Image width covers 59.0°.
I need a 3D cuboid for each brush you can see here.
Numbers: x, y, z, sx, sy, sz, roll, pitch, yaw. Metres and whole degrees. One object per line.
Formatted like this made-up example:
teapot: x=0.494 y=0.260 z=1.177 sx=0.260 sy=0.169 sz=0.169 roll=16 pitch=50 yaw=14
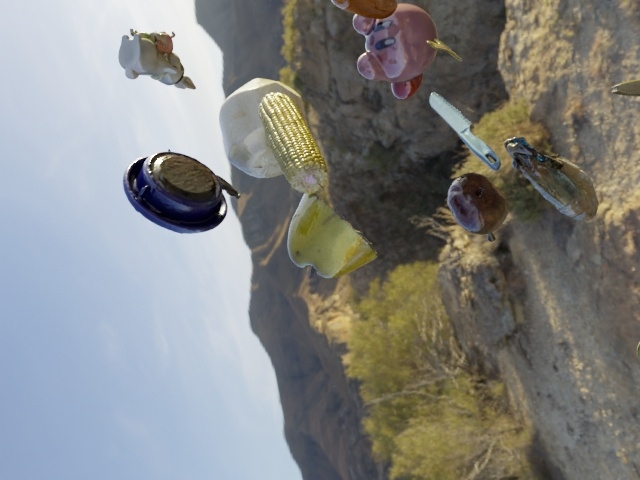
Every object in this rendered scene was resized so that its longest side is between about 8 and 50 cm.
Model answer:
brush: x=0.304 y=-0.484 z=1.425 sx=0.083 sy=0.011 sz=0.205 roll=46 pitch=-153 yaw=11

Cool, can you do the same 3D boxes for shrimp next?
shrimp: x=0.811 y=-0.224 z=1.947 sx=0.110 sy=0.446 sz=0.221 roll=-26 pitch=40 yaw=54

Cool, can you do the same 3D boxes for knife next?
knife: x=0.328 y=-0.260 z=1.307 sx=0.019 sy=0.045 sz=0.313 roll=47 pitch=-169 yaw=-49

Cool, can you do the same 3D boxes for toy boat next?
toy boat: x=0.923 y=-0.440 z=1.633 sx=0.049 sy=0.149 sz=0.047 roll=-30 pitch=-60 yaw=-71

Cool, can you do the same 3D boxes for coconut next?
coconut: x=-0.153 y=-0.315 z=1.524 sx=0.237 sy=0.238 sz=0.265 roll=77 pitch=180 yaw=-66

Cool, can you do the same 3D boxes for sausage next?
sausage: x=0.105 y=-0.606 z=1.409 sx=0.238 sy=0.098 sz=0.098 roll=-8 pitch=-96 yaw=-51

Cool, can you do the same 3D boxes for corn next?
corn: x=-0.056 y=-0.188 z=1.052 sx=0.081 sy=0.081 sz=0.248 roll=77 pitch=172 yaw=-50

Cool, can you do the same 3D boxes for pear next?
pear: x=0.001 y=0.001 z=1.460 sx=0.267 sy=0.178 sz=0.267 roll=47 pitch=176 yaw=4

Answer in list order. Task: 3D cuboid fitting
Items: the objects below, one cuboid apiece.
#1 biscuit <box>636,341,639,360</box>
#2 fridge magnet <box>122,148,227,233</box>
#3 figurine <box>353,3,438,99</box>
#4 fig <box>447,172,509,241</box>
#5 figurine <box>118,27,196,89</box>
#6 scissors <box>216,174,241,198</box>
biscuit: x=0.787 y=0.262 z=1.323 sx=0.023 sy=0.084 sz=0.083 roll=-9 pitch=-95 yaw=-56
fridge magnet: x=-0.351 y=-0.124 z=1.398 sx=0.112 sy=0.266 sz=0.265 roll=-54 pitch=32 yaw=33
figurine: x=0.247 y=-0.580 z=1.668 sx=0.261 sy=0.211 sz=0.269 roll=-2 pitch=-93 yaw=-52
fig: x=0.449 y=-0.072 z=1.567 sx=0.274 sy=0.146 sz=0.170 roll=44 pitch=-166 yaw=-52
figurine: x=-0.281 y=-0.329 z=1.025 sx=0.146 sy=0.081 sz=0.098 roll=-3 pitch=-58 yaw=-53
scissors: x=-0.362 y=-0.207 z=1.840 sx=0.109 sy=0.022 sz=0.300 roll=46 pitch=-171 yaw=30
